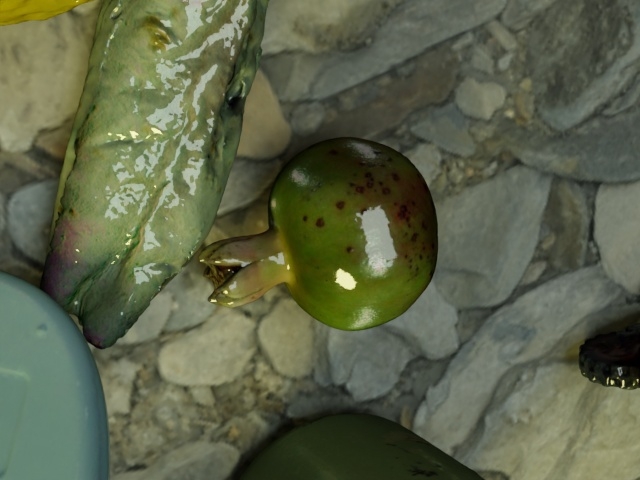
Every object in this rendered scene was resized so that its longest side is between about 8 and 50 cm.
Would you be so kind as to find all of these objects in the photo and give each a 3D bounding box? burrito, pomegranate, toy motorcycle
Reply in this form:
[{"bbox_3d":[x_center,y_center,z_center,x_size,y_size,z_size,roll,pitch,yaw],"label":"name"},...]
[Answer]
[{"bbox_3d":[-0.079,-0.092,0.566,0.096,0.066,0.309,15,93,-19],"label":"burrito"},{"bbox_3d":[0.000,0.000,0.604,0.142,0.114,0.114,-17,108,-16],"label":"pomegranate"},{"bbox_3d":[0.306,0.071,0.761,0.229,0.130,0.094,-13,109,-24],"label":"toy motorcycle"}]

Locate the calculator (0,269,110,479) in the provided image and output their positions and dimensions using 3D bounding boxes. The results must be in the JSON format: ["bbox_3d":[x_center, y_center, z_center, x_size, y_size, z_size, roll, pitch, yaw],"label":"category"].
[{"bbox_3d":[-0.203,0.156,0.500,0.188,0.042,0.303,10,71,-3],"label":"calculator"}]

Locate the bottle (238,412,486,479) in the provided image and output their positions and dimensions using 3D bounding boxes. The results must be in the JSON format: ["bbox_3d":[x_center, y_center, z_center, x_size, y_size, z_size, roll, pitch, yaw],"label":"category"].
[{"bbox_3d":[0.075,0.216,0.549,0.168,0.347,0.168,-5,102,-25],"label":"bottle"}]

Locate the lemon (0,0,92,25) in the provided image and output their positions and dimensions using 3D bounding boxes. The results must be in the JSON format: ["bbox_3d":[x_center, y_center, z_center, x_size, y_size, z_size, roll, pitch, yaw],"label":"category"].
[{"bbox_3d":[-0.168,-0.213,0.387,0.322,0.268,0.268,14,94,-7],"label":"lemon"}]
